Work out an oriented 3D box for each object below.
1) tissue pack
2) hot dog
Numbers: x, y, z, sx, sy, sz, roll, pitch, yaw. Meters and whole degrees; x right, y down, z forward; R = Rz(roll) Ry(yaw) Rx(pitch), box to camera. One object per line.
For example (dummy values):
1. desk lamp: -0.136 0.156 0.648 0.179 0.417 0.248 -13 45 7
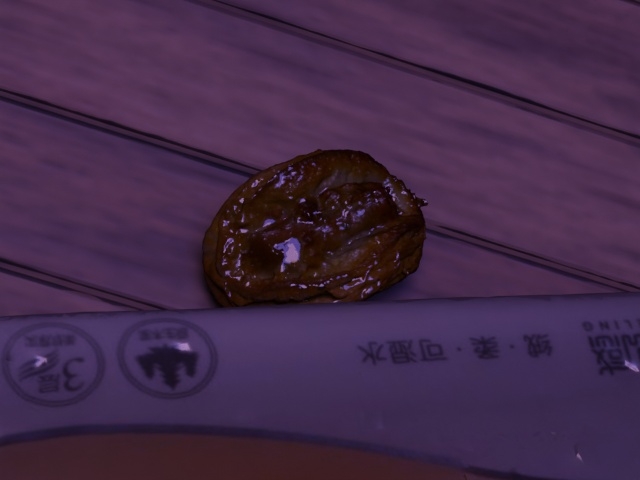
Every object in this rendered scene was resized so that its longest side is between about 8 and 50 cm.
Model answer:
1. tissue pack: 0.015 0.114 0.488 0.306 0.238 0.238 -1 70 -16
2. hot dog: 0.000 0.000 0.632 0.083 0.035 0.058 -27 74 -23
